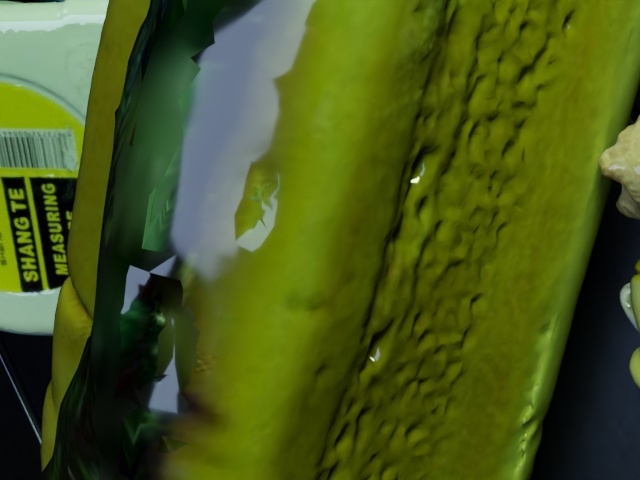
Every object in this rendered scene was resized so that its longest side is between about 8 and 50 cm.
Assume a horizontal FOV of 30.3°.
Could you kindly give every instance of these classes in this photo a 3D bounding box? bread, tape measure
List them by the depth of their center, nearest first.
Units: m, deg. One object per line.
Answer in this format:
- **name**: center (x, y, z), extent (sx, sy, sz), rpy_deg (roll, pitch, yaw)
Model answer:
- **bread**: center (0.000, 0.000, 0.548), extent (0.208, 0.251, 0.376), rpy_deg (32, 117, 52)
- **tape measure**: center (-0.148, 0.012, 0.704), extent (0.215, 0.098, 0.351), rpy_deg (0, 116, 10)

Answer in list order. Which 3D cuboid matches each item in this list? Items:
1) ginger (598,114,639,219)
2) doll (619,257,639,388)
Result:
- **ginger**: center (0.195, -0.063, 0.483), extent (0.173, 0.069, 0.051), rpy_deg (-42, 34, 14)
- **doll**: center (0.181, 0.070, 0.535), extent (0.106, 0.062, 0.162), rpy_deg (2, 100, 65)
